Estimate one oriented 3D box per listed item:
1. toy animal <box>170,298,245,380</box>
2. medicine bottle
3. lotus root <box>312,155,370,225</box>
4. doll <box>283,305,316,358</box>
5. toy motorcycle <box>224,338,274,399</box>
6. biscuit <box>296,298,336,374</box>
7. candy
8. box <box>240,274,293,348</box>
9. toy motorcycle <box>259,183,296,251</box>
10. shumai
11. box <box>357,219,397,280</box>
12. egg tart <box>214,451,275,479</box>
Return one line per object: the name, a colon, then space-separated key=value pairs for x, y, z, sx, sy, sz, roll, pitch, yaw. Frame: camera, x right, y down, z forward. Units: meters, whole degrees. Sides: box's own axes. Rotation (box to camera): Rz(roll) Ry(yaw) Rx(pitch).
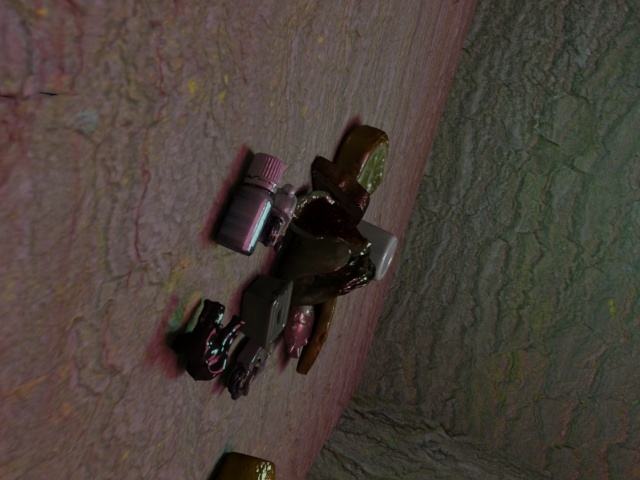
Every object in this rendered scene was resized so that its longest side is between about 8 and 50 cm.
toy animal: x=-0.221 y=0.211 z=1.138 sx=0.245 sy=0.114 sz=0.146 roll=89 pitch=26 yaw=-53
medicine bottle: x=-0.137 y=-0.074 z=1.115 sx=0.203 sy=0.083 sz=0.083 roll=-66 pitch=164 yaw=-6
lotus root: x=0.058 y=-0.121 z=1.591 sx=0.074 sy=0.170 sz=0.261 roll=-58 pitch=166 yaw=-25
doll: x=-0.066 y=0.271 z=1.781 sx=0.262 sy=0.093 sz=0.211 roll=81 pitch=25 yaw=-59
toy motorcycle: x=-0.184 y=0.326 z=1.497 sx=0.152 sy=0.073 sz=0.225 roll=92 pitch=24 yaw=-56
biscuit: x=-0.002 y=0.295 z=1.935 sx=0.312 sy=0.057 sz=0.351 roll=-74 pitch=-176 yaw=-62
candy: x=0.128 y=-0.236 z=1.749 sx=0.260 sy=0.118 sz=0.260 roll=-55 pitch=159 yaw=-34
box: x=-0.141 y=0.174 z=1.404 sx=0.124 sy=0.092 sz=0.172 roll=-48 pitch=155 yaw=-54
toy motorcycle: x=-0.098 y=-0.055 z=1.222 sx=0.228 sy=0.074 sz=0.151 roll=-154 pitch=-93 yaw=-84
shumai: x=0.000 y=0.000 z=1.535 sx=0.330 sy=0.292 sz=0.288 roll=-49 pitch=119 yaw=-68
box: x=0.166 y=0.009 z=2.023 sx=0.291 sy=0.206 sz=0.262 roll=-70 pitch=165 yaw=12
egg tart: x=-0.224 y=0.742 z=1.668 sx=0.215 sy=0.215 sz=0.171 roll=80 pitch=23 yaw=-62
